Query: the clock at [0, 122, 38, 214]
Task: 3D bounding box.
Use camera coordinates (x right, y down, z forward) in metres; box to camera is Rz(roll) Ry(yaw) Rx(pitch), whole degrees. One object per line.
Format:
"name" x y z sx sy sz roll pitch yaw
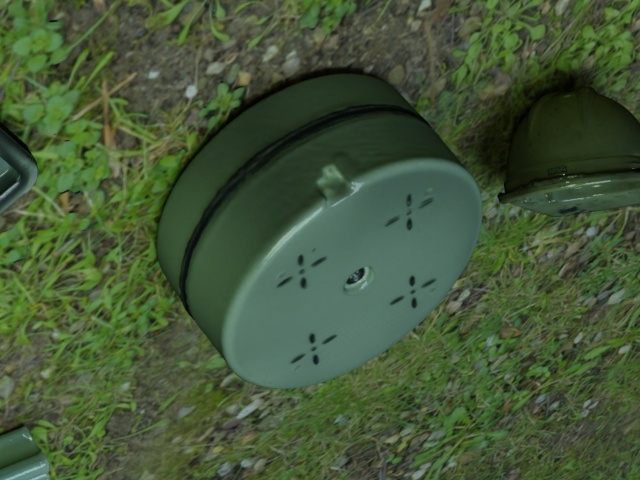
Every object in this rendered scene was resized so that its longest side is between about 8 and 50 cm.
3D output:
"clock" -0.418 -0.045 1.434 0.279 0.049 0.273 -40 146 1

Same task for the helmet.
"helmet" 0.314 -0.115 1.985 0.204 0.137 0.257 -9 172 20

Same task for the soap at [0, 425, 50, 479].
"soap" -0.404 0.295 1.832 0.198 0.066 0.119 -21 144 -25

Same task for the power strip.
"power strip" 0.000 0.000 1.791 0.357 0.161 0.357 -26 146 -20
